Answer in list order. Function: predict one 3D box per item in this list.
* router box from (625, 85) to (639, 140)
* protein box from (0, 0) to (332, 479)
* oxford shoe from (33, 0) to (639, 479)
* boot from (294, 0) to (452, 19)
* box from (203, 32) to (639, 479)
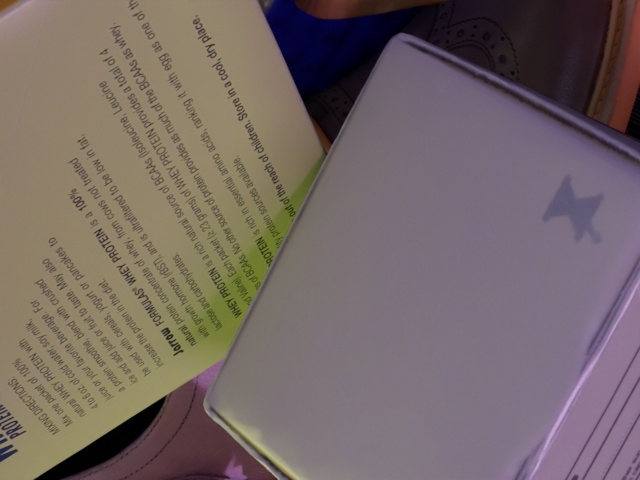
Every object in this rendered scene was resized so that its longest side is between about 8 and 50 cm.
[{"bbox_3d":[0.163,0.003,0.873,0.133,0.046,0.179,-41,143,-28],"label":"router box"},{"bbox_3d":[-0.121,-0.034,0.580,0.201,0.136,0.200,-33,144,-5],"label":"protein box"},{"bbox_3d":[0.000,0.000,0.728,0.133,0.130,0.363,25,106,-33],"label":"oxford shoe"},{"bbox_3d":[0.025,-0.204,0.531,0.264,0.096,0.280,-17,133,-43],"label":"boot"},{"bbox_3d":[0.100,0.041,0.619,0.232,0.127,0.148,17,104,-49],"label":"box"}]
